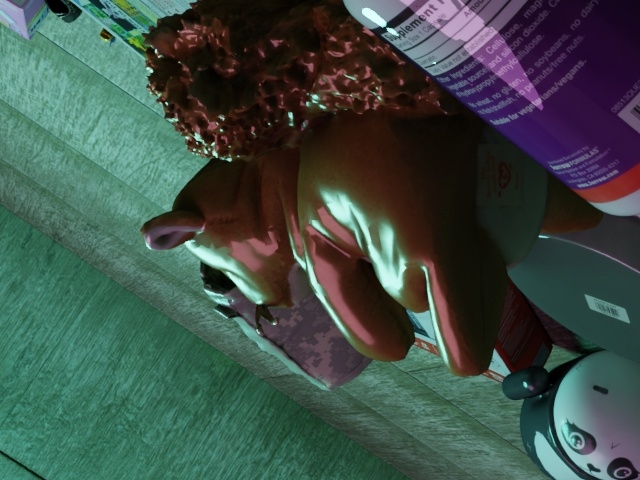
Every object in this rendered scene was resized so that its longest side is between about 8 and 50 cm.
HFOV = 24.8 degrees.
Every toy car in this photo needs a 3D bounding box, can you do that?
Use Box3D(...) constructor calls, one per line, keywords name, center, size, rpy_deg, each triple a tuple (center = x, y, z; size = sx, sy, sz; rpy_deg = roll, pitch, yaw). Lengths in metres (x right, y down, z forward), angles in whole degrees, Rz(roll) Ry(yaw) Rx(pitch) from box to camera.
Box3D(name="toy car", center=(-0.232, -0.229, 1.849), size=(0.122, 0.040, 0.060), rpy_deg=(34, 165, -7))

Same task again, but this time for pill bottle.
Box3D(name="pill bottle", center=(0.142, -0.172, 0.984), size=(0.323, 0.181, 0.181), rpy_deg=(37, 165, -14))

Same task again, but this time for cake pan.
Box3D(name="cake pan", center=(0.318, 0.049, 1.562), size=(0.293, 0.054, 0.293), rpy_deg=(29, 162, 10))

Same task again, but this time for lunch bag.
Box3D(name="lunch bag", center=(0.000, 0.000, 1.629), size=(0.169, 0.287, 0.235), rpy_deg=(18, 161, 42))

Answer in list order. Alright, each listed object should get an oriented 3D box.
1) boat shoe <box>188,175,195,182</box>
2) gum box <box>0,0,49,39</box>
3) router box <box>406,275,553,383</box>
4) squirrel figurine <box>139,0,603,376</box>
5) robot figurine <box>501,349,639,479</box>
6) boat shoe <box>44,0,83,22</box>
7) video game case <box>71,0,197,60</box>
Box3D(name="boat shoe", center=(-0.101, -0.005, 2.204), size=(0.092, 0.103, 0.285), rpy_deg=(24, 160, 48))
Box3D(name="gum box", center=(-0.437, -0.345, 1.850), size=(0.188, 0.062, 0.107), rpy_deg=(32, 165, 1))
Box3D(name="router box", center=(0.118, 0.055, 1.966), size=(0.335, 0.082, 0.301), rpy_deg=(22, 162, 35))
Box3D(name="squirrel figurine", center=(0.001, -0.081, 1.336), size=(0.370, 0.281, 0.397), rpy_deg=(0, 129, 40))
Box3D(name="robot figurine", center=(0.356, 0.234, 1.869), size=(0.209, 0.174, 0.278), rpy_deg=(-10, 170, -11))
Box3D(name="boat shoe", center=(-0.325, -0.301, 1.811), size=(0.049, 0.042, 0.133), rpy_deg=(30, 167, 2))
Box3D(name="video game case", center=(-0.206, -0.284, 1.631), size=(0.329, 0.036, 0.300), rpy_deg=(38, 164, -24))
